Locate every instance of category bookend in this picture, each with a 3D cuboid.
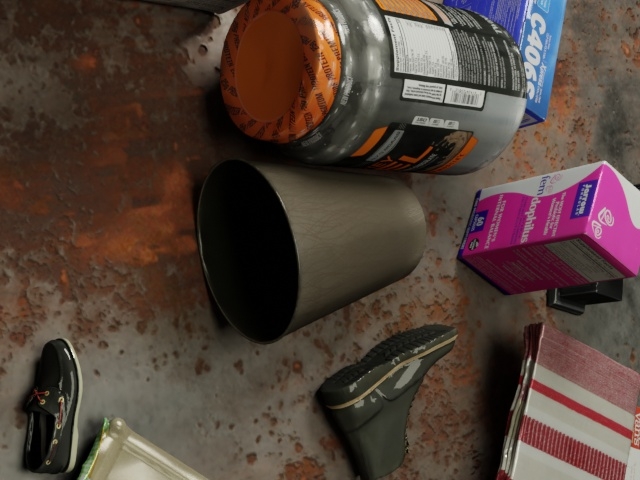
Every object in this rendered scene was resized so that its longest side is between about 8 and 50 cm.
[{"bbox_3d":[0.401,0.016,1.724,0.072,0.156,0.157,17,72,-37],"label":"bookend"}]

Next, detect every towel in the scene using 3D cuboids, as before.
[{"bbox_3d":[0.319,0.296,1.622,0.237,0.037,0.329,28,69,-35],"label":"towel"}]

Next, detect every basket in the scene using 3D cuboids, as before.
[{"bbox_3d":[0.000,0.000,1.396,0.227,0.154,0.204,-8,79,-44],"label":"basket"}]

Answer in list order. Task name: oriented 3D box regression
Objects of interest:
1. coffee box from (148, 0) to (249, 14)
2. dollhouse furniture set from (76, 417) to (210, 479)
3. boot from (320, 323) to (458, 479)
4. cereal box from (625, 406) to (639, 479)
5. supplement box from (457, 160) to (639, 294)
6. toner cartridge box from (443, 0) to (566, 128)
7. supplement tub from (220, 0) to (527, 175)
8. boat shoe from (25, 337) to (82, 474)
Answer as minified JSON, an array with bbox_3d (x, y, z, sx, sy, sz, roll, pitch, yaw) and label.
[{"bbox_3d":[-0.148,-0.448,1.225,0.338,0.334,0.337,0,81,-42],"label":"coffee box"},{"bbox_3d":[-0.157,0.355,1.253,0.301,0.151,0.197,35,39,-11],"label":"dollhouse furniture set"},{"bbox_3d":[0.098,0.196,1.500,0.198,0.077,0.137,-26,104,-27],"label":"boot"},{"bbox_3d":[0.361,0.292,1.711,0.240,0.047,0.173,21,70,-36],"label":"cereal box"},{"bbox_3d":[0.302,-0.012,1.602,0.114,0.220,0.111,36,61,-30],"label":"supplement box"},{"bbox_3d":[0.241,-0.307,1.642,0.075,0.165,0.347,28,66,-35],"label":"toner cartridge box"},{"bbox_3d":[0.064,-0.184,1.430,0.338,0.207,0.207,2,81,-43],"label":"supplement tub"},{"bbox_3d":[-0.262,0.161,1.207,0.042,0.049,0.133,8,81,-47],"label":"boat shoe"}]
